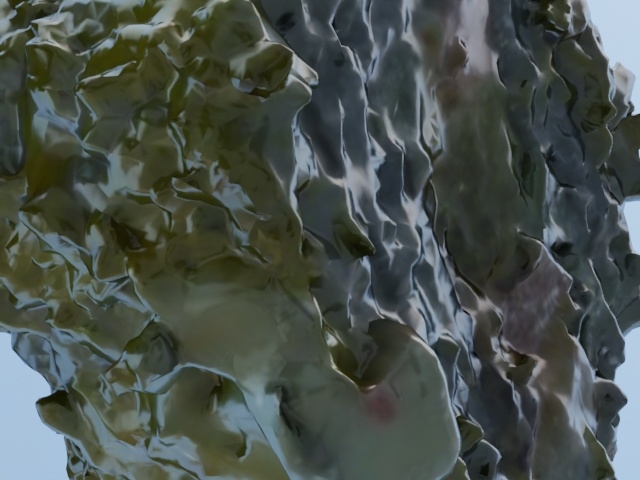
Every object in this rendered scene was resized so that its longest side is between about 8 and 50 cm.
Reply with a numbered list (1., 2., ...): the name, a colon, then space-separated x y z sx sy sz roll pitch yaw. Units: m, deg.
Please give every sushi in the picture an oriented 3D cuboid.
1. sushi: 0.000 0.000 0.783 0.396 0.240 0.351 62 -142 -29
